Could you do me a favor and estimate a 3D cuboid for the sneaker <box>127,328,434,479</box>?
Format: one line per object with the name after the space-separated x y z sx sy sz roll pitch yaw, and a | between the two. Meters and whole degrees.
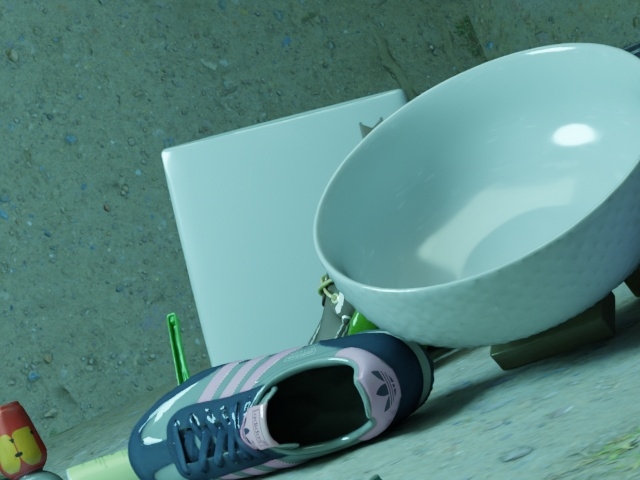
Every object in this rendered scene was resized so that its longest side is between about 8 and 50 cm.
-0.061 0.159 1.066 0.319 0.112 0.131 -24 -4 21 | sneaker

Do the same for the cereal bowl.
0.170 -0.025 1.067 0.339 0.141 0.339 -25 31 16 | cereal bowl

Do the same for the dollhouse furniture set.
0.259 0.070 1.127 0.144 0.123 0.151 -23 34 31 | dollhouse furniture set

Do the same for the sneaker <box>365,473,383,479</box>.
-0.019 0.155 0.562 0.161 0.075 0.057 -23 -1 32 | sneaker

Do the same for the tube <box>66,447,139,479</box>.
-0.147 0.229 1.257 0.240 0.062 0.070 -18 39 -15 | tube

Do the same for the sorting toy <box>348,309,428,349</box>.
0.131 0.104 1.291 0.126 0.127 0.365 18 33 42 | sorting toy

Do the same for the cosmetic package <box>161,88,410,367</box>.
0.000 0.000 1.659 0.327 0.329 0.393 -13 -1 3 | cosmetic package

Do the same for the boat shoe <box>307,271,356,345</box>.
0.055 0.046 1.392 0.324 0.096 0.116 -55 18 -4 | boat shoe

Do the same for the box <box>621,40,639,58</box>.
0.372 -0.096 1.359 0.163 0.247 0.142 -23 -2 -3 | box

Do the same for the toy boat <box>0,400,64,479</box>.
-0.424 0.314 1.407 0.318 0.148 0.267 -32 -11 34 | toy boat

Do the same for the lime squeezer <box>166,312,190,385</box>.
-0.184 0.228 1.552 0.059 0.110 0.310 -7 33 7 | lime squeezer
